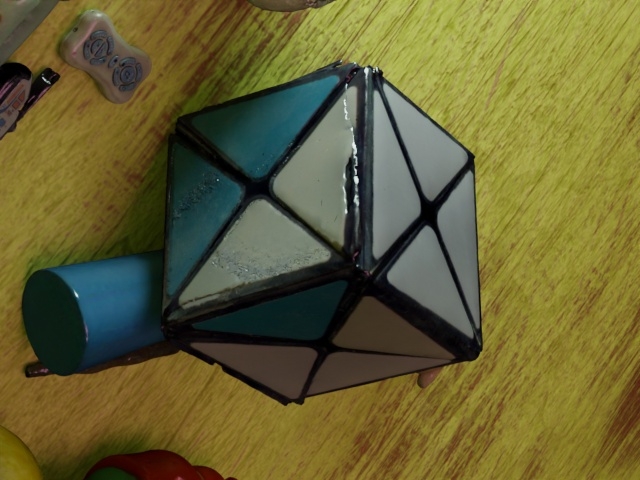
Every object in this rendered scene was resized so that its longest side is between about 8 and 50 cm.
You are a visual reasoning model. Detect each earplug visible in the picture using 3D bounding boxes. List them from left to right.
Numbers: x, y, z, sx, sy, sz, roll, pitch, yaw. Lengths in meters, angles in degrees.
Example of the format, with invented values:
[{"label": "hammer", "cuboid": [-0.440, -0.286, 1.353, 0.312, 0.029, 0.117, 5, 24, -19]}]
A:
[{"label": "earplug", "cuboid": [-0.224, 0.074, 2.023, 0.273, 0.132, 0.132, -15, 122, -42]}]

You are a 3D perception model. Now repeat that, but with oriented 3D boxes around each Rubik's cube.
[{"label": "Rubik's cube", "cuboid": [0.000, 0.000, 1.984, 0.310, 0.305, 0.307, 36, 48, -50]}]

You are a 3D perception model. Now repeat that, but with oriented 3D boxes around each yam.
[{"label": "yam", "cuboid": [-0.279, 0.155, 2.088, 0.234, 0.029, 0.027, -8, 91, -39]}]

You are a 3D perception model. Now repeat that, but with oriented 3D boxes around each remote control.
[{"label": "remote control", "cuboid": [-0.250, -0.214, 1.894, 0.074, 0.032, 0.122, -54, 137, -5]}]

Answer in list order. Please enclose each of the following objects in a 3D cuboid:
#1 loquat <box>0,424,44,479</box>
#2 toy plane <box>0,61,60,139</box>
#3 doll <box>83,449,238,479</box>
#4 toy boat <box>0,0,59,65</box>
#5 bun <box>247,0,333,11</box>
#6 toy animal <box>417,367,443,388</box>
[{"label": "loquat", "cuboid": [-0.427, 0.317, 1.901, 0.213, 0.213, 0.213, -22, 127, -34]}, {"label": "toy plane", "cuboid": [-0.374, -0.130, 1.812, 0.197, 0.053, 0.078, -56, 147, -10]}, {"label": "doll", "cuboid": [-0.240, 0.367, 2.145, 0.363, 0.160, 0.183, -5, 117, -45]}, {"label": "toy boat", "cuboid": [-0.327, -0.232, 1.709, 0.208, 0.079, 0.134, -49, 179, 24]}, {"label": "bun", "cuboid": [-0.048, -0.402, 1.887, 0.273, 0.168, 0.273, -10, 107, -36]}, {"label": "toy animal", "cuboid": [0.121, 0.104, 2.340, 0.154, 0.166, 0.250, -62, 145, -10]}]
